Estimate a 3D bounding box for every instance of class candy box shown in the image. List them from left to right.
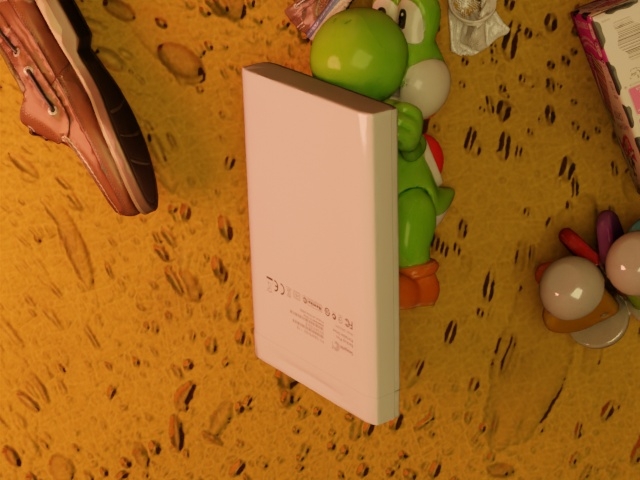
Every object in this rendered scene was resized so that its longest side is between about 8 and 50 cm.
[{"bbox_3d":[0.359,-0.158,1.733,0.071,0.159,0.233,-22,99,5],"label":"candy box"}]

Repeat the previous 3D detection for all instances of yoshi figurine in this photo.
[{"bbox_3d":[0.050,-0.108,1.728,0.203,0.203,0.362,5,97,6],"label":"yoshi figurine"}]

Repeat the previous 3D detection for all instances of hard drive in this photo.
[{"bbox_3d":[0.000,0.000,1.700,0.047,0.233,0.353,-18,117,-33],"label":"hard drive"}]

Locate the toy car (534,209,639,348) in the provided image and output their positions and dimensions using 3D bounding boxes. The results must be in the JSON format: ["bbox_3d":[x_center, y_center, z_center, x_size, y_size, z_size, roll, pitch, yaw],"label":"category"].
[{"bbox_3d":[0.333,0.033,1.784,0.182,0.159,0.136,-22,59,17],"label":"toy car"}]

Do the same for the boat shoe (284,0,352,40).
[{"bbox_3d":[0.027,-0.312,1.752,0.066,0.066,0.183,35,98,-4],"label":"boat shoe"}]

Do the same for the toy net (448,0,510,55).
[{"bbox_3d":[0.195,-0.322,1.761,0.122,0.045,0.232,25,99,-5],"label":"toy net"}]

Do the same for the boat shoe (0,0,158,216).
[{"bbox_3d":[-0.287,-0.156,1.766,0.104,0.111,0.307,-25,89,8],"label":"boat shoe"}]
